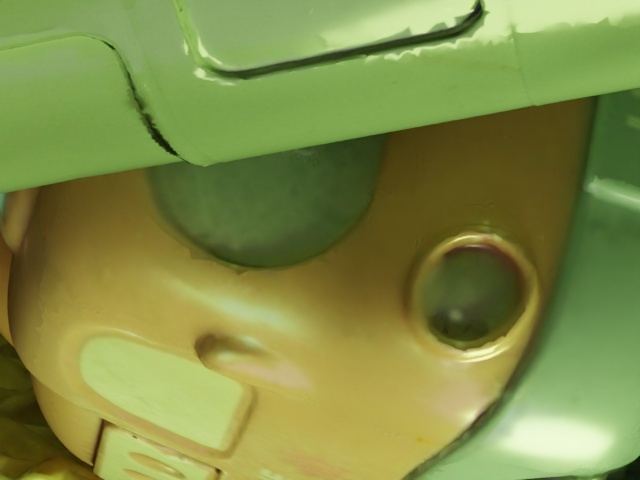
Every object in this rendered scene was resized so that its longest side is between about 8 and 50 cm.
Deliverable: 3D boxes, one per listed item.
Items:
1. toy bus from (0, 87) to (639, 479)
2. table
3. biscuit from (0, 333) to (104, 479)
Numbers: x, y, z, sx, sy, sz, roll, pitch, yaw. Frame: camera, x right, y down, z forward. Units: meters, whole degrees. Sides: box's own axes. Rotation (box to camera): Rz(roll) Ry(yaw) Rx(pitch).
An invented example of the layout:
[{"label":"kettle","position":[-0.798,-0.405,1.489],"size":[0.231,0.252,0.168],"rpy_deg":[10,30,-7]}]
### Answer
[{"label":"toy bus","position":[0.000,0.000,0.533],"size":[0.232,0.194,0.287],"rpy_deg":[17,156,-3]},{"label":"table","position":[0.004,-0.085,0.358],"size":[0.220,0.126,0.126],"rpy_deg":[-9,155,11]},{"label":"biscuit","position":[-0.112,0.062,0.681],"size":[0.309,0.204,0.040],"rpy_deg":[20,112,-12]}]
